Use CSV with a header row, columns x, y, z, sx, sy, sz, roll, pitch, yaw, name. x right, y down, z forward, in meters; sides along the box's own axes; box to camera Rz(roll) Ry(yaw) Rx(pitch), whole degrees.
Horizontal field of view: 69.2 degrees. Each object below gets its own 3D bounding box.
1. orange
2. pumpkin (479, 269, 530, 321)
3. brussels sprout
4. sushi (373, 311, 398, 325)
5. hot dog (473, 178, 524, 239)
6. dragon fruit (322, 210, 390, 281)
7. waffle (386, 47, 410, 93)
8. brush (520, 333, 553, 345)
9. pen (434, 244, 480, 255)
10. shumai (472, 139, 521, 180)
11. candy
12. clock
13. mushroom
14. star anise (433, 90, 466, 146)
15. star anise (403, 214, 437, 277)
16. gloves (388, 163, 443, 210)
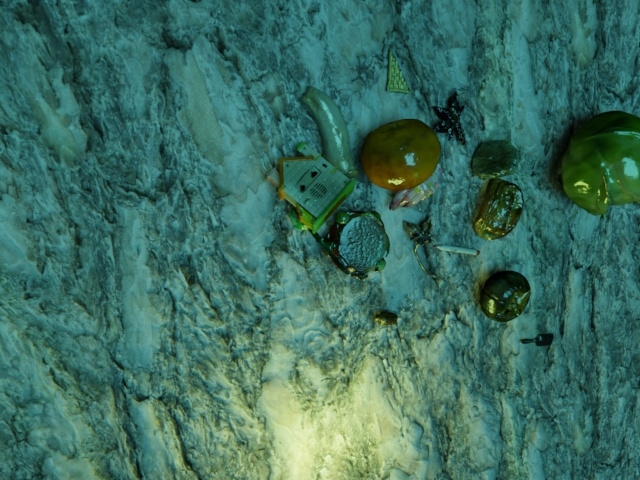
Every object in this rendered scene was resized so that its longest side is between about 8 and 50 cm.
x,y,z,sx,sy,sz,roll,pitch,yaw,name
0.286,-0.304,1.646,0.283,0.284,0.226,-26,123,-9,orange
0.793,0.236,2.003,0.237,0.159,0.238,-18,126,-27,pumpkin
1.185,-0.332,1.869,0.425,0.342,0.361,-43,119,-14,brussels sprout
0.272,0.329,1.925,0.117,0.062,0.060,16,132,-18,sushi
0.737,-0.121,1.916,0.175,0.114,0.259,12,100,-18,hot dog
0.140,0.003,1.760,0.268,0.130,0.295,-32,111,-7,dragon fruit
0.288,-0.620,1.701,0.097,0.023,0.153,-4,104,-17,waffle
1.034,0.479,2.212,0.193,0.016,0.063,0,103,-17,brush
0.576,0.039,1.956,0.217,0.026,0.026,8,102,-18,pen
0.714,-0.315,1.873,0.141,0.184,0.184,17,100,-50,shumai
0.000,0.001,1.670,0.097,0.097,0.323,-37,76,-4,candy
-0.044,-0.193,1.623,0.255,0.106,0.220,40,76,9,clock
0.039,-0.377,1.655,0.122,0.095,0.352,-21,108,8,mushroom
0.495,-0.464,1.787,0.156,0.053,0.213,-7,108,-16,star anise
0.422,0.027,1.913,0.148,0.218,0.228,-45,160,-32,star anise
0.356,-0.206,1.780,0.145,0.126,0.241,44,81,-26,gloves
